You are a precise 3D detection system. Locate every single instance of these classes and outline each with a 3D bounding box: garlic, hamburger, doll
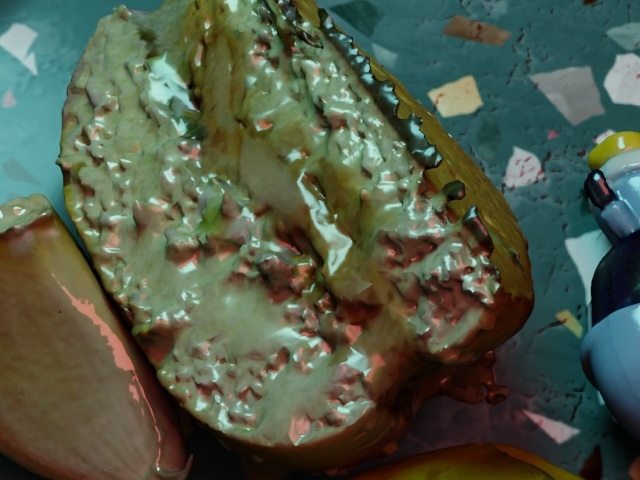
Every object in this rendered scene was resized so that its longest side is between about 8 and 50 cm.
[{"bbox_3d":[-0.183,0.090,1.453,0.145,0.164,0.245,-30,81,-35],"label":"garlic"},{"bbox_3d":[0.000,0.000,1.480,0.268,0.287,0.445,-44,50,9],"label":"hamburger"},{"bbox_3d":[0.278,0.058,1.592,0.177,0.141,0.314,26,43,-34],"label":"doll"}]

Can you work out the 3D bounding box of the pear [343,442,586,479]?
[{"bbox_3d":[0.091,0.302,1.359,0.285,0.285,0.336,13,78,-7],"label":"pear"}]
